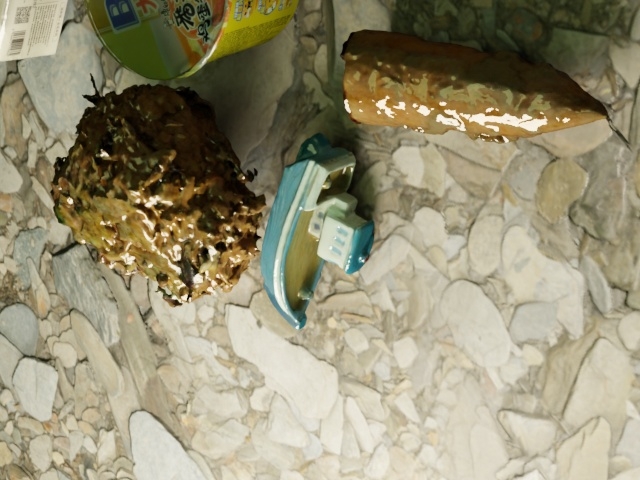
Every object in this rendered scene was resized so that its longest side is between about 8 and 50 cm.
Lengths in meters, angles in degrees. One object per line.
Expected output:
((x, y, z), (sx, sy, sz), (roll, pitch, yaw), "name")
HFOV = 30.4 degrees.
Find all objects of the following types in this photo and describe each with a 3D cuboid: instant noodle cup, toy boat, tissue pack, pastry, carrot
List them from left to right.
((-0.369, -0.304, 1.419), (0.099, 0.106, 0.148), (35, 121, 24), "tissue pack")
((-0.178, -0.043, 1.255), (0.275, 0.193, 0.275), (52, 158, 30), "pastry")
((-0.122, -0.270, 1.215), (0.205, 0.153, 0.205), (11, 108, 36), "instant noodle cup")
((0.000, 0.000, 1.244), (0.102, 0.088, 0.215), (30, 118, 23), "toy boat")
((0.142, -0.138, 1.093), (0.263, 0.102, 0.101), (13, 111, 32), "carrot")
